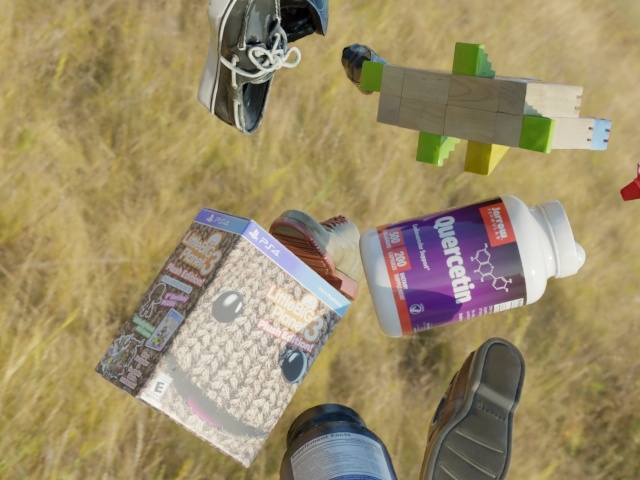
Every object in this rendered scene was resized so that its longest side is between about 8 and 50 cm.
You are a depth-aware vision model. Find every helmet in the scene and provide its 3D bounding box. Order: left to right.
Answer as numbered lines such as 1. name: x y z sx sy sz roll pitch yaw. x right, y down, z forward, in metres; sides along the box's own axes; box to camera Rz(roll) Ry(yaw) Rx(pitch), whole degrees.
1. helmet: -0.062 -0.445 1.932 0.169 0.169 0.161 38 29 -31

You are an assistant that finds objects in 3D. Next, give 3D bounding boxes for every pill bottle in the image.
1. pill bottle: 0.022 0.264 1.055 0.123 0.123 0.219 42 11 -21
2. pill bottle: 0.232 0.033 1.634 0.181 0.323 0.181 -15 90 -87

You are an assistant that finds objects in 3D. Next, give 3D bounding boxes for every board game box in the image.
1. board game box: -0.138 0.139 1.500 0.232 0.291 0.141 40 -15 -34

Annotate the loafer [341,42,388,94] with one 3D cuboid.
1. loafer: 0.073 -0.317 1.875 0.078 0.076 0.223 30 13 -11

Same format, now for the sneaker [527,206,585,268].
1. sneaker: 0.387 -0.014 1.791 0.235 0.095 0.090 32 -28 57

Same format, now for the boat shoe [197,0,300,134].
1. boat shoe: -0.092 -0.256 1.377 0.105 0.306 0.113 43 52 14

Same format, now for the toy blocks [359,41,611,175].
1. toy blocks: 0.286 -0.215 1.657 0.261 0.190 0.381 -5 16 -44

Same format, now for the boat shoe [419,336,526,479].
1. boat shoe: 0.207 0.280 1.454 0.111 0.104 0.307 38 50 -3

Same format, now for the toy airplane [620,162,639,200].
1. toy airplane: 0.423 -0.033 1.254 0.028 0.151 0.151 -18 65 -31

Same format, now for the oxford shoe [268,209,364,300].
1. oxford shoe: 0.000 0.000 1.906 0.123 0.130 0.348 17 -15 21
